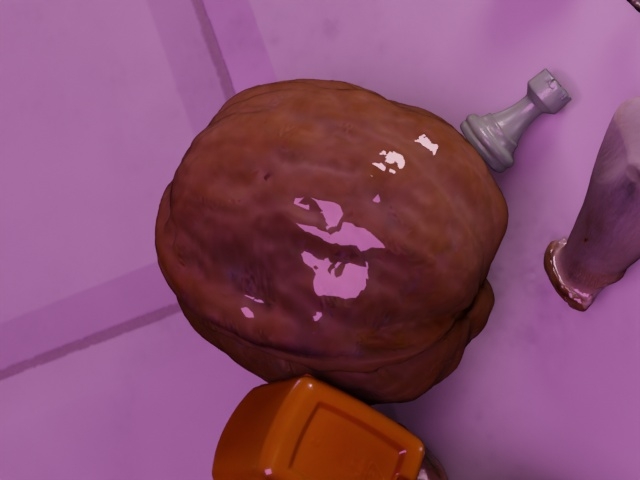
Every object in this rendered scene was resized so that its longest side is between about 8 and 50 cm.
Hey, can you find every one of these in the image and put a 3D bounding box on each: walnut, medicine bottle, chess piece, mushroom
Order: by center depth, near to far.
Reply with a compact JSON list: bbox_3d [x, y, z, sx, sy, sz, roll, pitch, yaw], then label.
[{"bbox_3d":[0.291,-0.026,1.369,0.116,0.093,0.225,56,142,41],"label":"mushroom"},{"bbox_3d":[-0.017,0.211,1.387,0.149,0.222,0.112,31,70,-15],"label":"medicine bottle"},{"bbox_3d":[0.002,-0.003,1.409,0.343,0.306,0.306,20,103,16],"label":"walnut"},{"bbox_3d":[0.195,-0.122,1.435,0.103,0.067,0.067,-41,79,12],"label":"chess piece"}]

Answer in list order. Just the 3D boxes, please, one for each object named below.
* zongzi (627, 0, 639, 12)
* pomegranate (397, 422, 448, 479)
[{"bbox_3d":[0.420,-0.052,1.239,0.447,0.181,0.418,17,88,22],"label":"zongzi"},{"bbox_3d":[0.119,0.332,1.427,0.285,0.285,0.341,-52,44,19],"label":"pomegranate"}]
